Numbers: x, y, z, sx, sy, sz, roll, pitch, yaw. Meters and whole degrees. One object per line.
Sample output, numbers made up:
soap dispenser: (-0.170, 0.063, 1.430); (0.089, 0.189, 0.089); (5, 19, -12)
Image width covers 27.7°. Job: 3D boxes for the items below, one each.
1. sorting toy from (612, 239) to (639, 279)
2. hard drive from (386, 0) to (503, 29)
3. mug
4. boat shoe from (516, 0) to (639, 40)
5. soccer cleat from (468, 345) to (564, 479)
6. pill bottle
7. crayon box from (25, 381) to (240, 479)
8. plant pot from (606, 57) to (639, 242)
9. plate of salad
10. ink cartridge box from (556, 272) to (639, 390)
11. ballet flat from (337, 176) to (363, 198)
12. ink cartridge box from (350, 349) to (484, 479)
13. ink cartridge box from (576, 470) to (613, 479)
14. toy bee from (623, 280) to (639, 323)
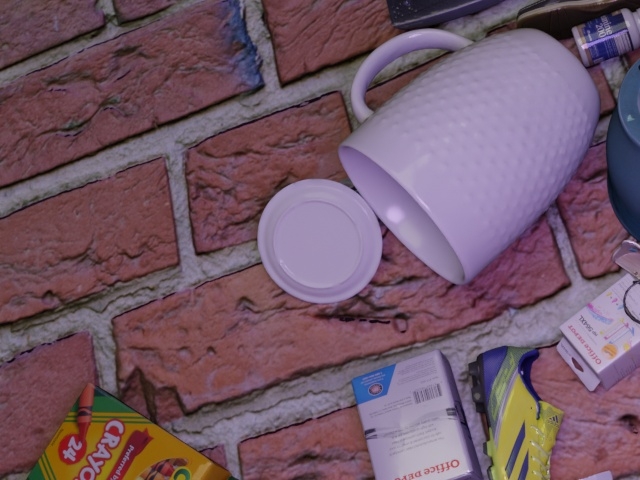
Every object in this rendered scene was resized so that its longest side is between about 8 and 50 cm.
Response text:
sorting toy: (0.458, 0.026, 1.852); (0.083, 0.075, 0.045); (39, 86, 29)
hard drive: (0.229, -0.448, 2.154); (0.254, 0.054, 0.172); (-18, 63, 13)
mug: (0.205, -0.173, 1.919); (0.328, 0.276, 0.374); (-42, 62, -9)
boat shoe: (0.415, -0.376, 2.043); (0.223, 0.080, 0.073); (-13, 59, 9)
soccer cleat: (0.286, 0.280, 1.802); (0.121, 0.093, 0.289); (-13, 64, 8)
pill bottle: (0.454, -0.318, 2.005); (0.120, 0.067, 0.067); (-19, 63, 12)
crayon box: (-0.281, 0.379, 1.981); (0.318, 0.081, 0.202); (26, 79, 27)
plant pot: (0.516, -0.142, 1.799); (0.271, 0.255, 0.272); (-8, 66, 18)
plate of salad: (0.000, 0.000, 2.022); (0.199, 0.048, 0.200); (3, 105, 12)
ink cartridge box: (0.408, 0.135, 1.816); (0.143, 0.090, 0.092); (-38, 60, 1)
ballet flat: (0.040, -0.068, 2.067); (0.213, 0.072, 0.068); (-25, 34, 9)
ink cartridge box: (0.139, 0.273, 1.865); (0.139, 0.082, 0.191); (-20, 64, 12)
ink cartridge box: (0.288, 0.417, 1.720); (0.232, 0.066, 0.189); (-18, 98, -8)
toy bee: (0.580, 0.046, 1.732); (0.298, 0.162, 0.195); (4, 78, 31)
